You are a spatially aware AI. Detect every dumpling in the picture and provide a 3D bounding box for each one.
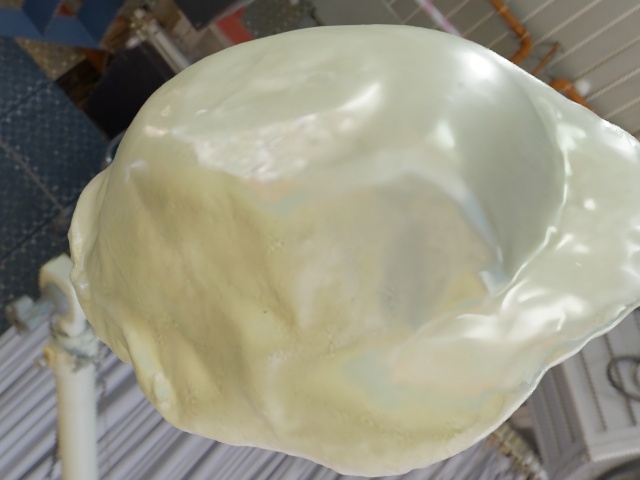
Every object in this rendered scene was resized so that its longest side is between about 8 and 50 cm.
[{"bbox_3d":[0.000,0.000,0.374,0.250,0.162,0.132,4,-38,27],"label":"dumpling"}]
